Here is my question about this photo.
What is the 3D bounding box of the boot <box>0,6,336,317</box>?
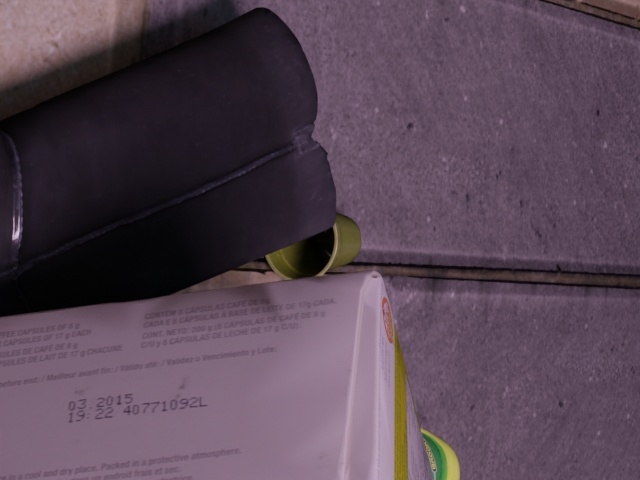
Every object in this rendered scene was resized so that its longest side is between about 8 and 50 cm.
[{"bbox_3d":[-0.180,-0.107,1.118,0.445,0.146,0.367,-22,122,-38],"label":"boot"}]

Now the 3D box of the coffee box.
[{"bbox_3d":[-0.096,0.270,0.941,0.338,0.338,0.334,-88,167,-45],"label":"coffee box"}]

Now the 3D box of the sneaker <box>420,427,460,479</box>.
[{"bbox_3d":[0.033,0.315,1.447,0.123,0.109,0.295,35,66,-23],"label":"sneaker"}]

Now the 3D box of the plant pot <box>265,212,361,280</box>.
[{"bbox_3d":[0.000,0.000,1.391,0.079,0.083,0.083,3,92,-59],"label":"plant pot"}]
